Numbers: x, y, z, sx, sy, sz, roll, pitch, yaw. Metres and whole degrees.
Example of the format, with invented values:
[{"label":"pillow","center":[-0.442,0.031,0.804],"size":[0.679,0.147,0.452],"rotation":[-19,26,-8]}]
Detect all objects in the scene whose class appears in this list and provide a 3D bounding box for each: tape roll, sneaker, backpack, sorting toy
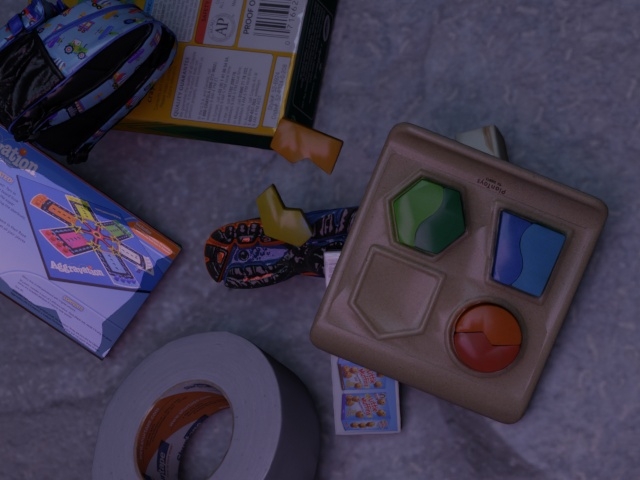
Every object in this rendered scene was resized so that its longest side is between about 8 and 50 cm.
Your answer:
[{"label":"tape roll","center":[-0.111,0.198,1.275],"size":[0.219,0.072,0.219],"rotation":[-16,55,25]},{"label":"sneaker","center":[0.000,0.000,1.311],"size":[0.221,0.087,0.083],"rotation":[1,103,4]},{"label":"backpack","center":[-0.231,-0.173,1.297],"size":[0.173,0.158,0.117],"rotation":[-39,77,6]},{"label":"sorting toy","center":[0.079,0.015,1.217],"size":[0.307,0.041,0.229],"rotation":[22,101,2]}]

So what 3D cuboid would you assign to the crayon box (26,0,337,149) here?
[{"label":"crayon box","center":[-0.153,-0.214,1.406],"size":[0.322,0.083,0.203],"rotation":[9,83,20]}]

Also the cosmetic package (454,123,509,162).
[{"label":"cosmetic package","center":[0.162,-0.046,1.272],"size":[0.041,0.060,0.115],"rotation":[-13,77,15]}]

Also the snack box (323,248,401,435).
[{"label":"snack box","center":[0.040,0.096,1.268],"size":[0.064,0.022,0.178],"rotation":[-3,99,5]}]

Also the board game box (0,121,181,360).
[{"label":"board game box","center":[-0.298,-0.014,1.370],"size":[0.281,0.027,0.145],"rotation":[35,92,-9]}]

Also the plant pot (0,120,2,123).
[{"label":"plant pot","center":[-0.411,-0.090,1.438],"size":[0.165,0.167,0.167],"rotation":[-35,70,3]}]
